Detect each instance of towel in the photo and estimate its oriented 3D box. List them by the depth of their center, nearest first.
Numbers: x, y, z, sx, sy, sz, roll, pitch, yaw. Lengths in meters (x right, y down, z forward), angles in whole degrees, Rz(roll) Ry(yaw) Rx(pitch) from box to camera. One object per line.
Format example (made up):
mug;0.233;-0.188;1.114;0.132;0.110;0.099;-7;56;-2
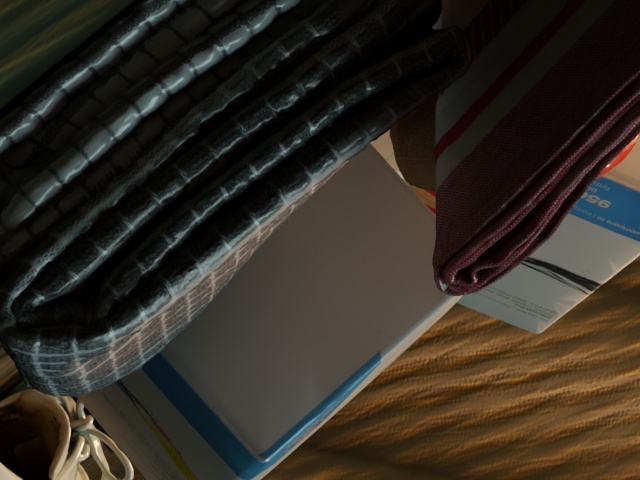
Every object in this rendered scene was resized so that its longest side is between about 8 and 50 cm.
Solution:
towel;0.134;-0.154;0.878;0.237;0.037;0.329;-46;-154;38
towel;-0.062;-0.038;0.918;0.283;0.121;0.235;-40;175;-10

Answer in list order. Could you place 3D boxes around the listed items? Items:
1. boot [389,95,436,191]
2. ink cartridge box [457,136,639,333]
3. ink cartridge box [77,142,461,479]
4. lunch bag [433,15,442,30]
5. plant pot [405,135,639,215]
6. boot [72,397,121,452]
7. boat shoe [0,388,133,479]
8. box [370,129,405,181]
boot;0.155;-0.126;1.048;0.305;0.112;0.115;-41;-157;-33
ink cartridge box;0.280;-0.103;1.962;0.395;0.166;0.285;128;-19;-62
ink cartridge box;-0.057;0.047;1.209;0.198;0.197;0.270;-40;174;-22
lunch bag;0.158;-0.204;1.187;0.303;0.115;0.243;-45;172;19
plant pot;0.159;-0.113;1.514;0.174;0.191;0.191;-32;170;-42
boot;-0.001;0.001;1.657;0.445;0.146;0.367;-28;165;-49
boat shoe;-0.235;0.173;1.434;0.156;0.136;0.367;-45;165;4
box;0.031;-0.086;1.281;0.101;0.102;0.087;-43;173;27
